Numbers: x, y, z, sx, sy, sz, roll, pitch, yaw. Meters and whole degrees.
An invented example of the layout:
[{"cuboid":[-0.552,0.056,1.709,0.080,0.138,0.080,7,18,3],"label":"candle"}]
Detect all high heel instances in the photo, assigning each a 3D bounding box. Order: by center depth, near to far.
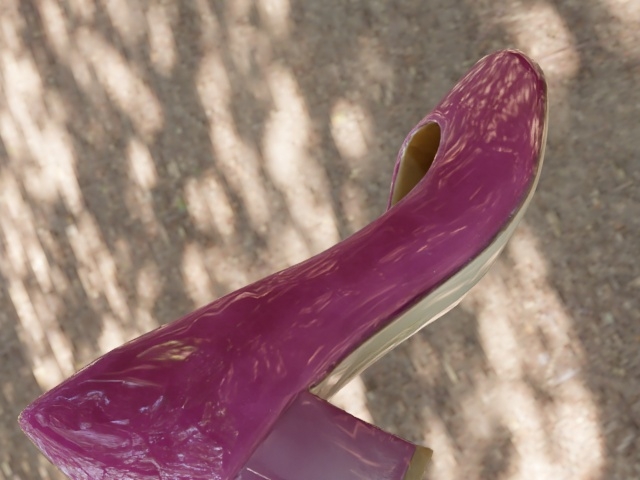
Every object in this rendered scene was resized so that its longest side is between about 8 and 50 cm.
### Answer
[{"cuboid":[0.000,0.000,0.479,0.117,0.244,0.082,26,148,-1],"label":"high heel"}]
